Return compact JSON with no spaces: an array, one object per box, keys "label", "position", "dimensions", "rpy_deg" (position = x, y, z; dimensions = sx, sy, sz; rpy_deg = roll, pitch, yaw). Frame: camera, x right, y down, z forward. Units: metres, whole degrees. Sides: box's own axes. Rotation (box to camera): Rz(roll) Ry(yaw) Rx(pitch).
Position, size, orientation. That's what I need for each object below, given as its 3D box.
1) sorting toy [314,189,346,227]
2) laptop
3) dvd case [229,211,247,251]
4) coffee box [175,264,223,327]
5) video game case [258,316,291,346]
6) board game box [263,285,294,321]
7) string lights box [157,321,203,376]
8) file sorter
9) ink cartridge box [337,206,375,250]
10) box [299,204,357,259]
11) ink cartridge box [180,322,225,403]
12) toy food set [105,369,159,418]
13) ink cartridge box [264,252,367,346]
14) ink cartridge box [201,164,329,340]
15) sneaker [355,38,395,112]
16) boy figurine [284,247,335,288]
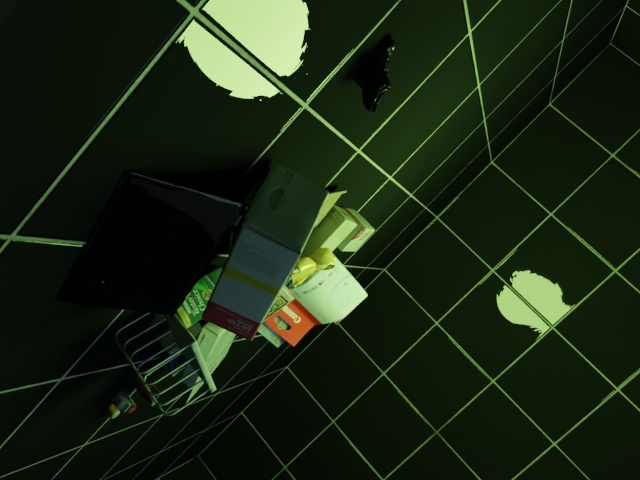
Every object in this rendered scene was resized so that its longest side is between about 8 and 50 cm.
[{"label":"sorting toy","position":[-0.024,-0.102,1.890],"dimensions":[0.208,0.038,0.193],"rpy_deg":[-48,164,30]},{"label":"laptop","position":[-0.351,-0.027,1.325],"dimensions":[0.382,0.236,0.407],"rpy_deg":[-51,-169,26]},{"label":"dvd case","position":[-0.176,-0.063,1.648],"dimensions":[0.221,0.018,0.164],"rpy_deg":[-33,160,-29]},{"label":"coffee box","position":[-0.353,0.166,1.643],"dimensions":[0.184,0.113,0.040],"rpy_deg":[-32,-161,-32]},{"label":"video game case","position":[-0.149,0.264,2.254],"dimensions":[0.300,0.036,0.329],"rpy_deg":[-42,137,-4]},{"label":"board game box","position":[-0.205,0.198,1.811],"dimensions":[0.194,0.045,0.146],"rpy_deg":[-36,129,7]},{"label":"string lights box","position":[-0.479,0.366,1.905],"dimensions":[0.133,0.076,0.259],"rpy_deg":[-34,161,-28]},{"label":"file sorter","position":[-0.451,0.353,1.613],"dimensions":[0.173,0.193,0.277],"rpy_deg":[-32,143,-22]},{"label":"ink cartridge box","position":[0.111,-0.042,2.183],"dimensions":[0.128,0.127,0.176],"rpy_deg":[-48,164,14]},{"label":"box","position":[0.000,0.000,2.065],"dimensions":[0.275,0.094,0.113],"rpy_deg":[-46,154,13]},{"label":"ink cartridge box","position":[-0.368,0.358,1.941],"dimensions":[0.330,0.072,0.324],"rpy_deg":[-60,176,25]},{"label":"toy food set","position":[-0.647,0.563,1.950],"dimensions":[0.232,0.104,0.111],"rpy_deg":[-47,163,14]},{"label":"ink cartridge box","position":[-0.028,0.256,2.242],"dimensions":[0.385,0.091,0.308],"rpy_deg":[-44,134,-4]},{"label":"ink cartridge box","position":[-0.148,0.037,1.467],"dimensions":[0.384,0.161,0.279],"rpy_deg":[-59,-174,41]},{"label":"sneaker","position":[0.155,-0.418,1.407],"dimensions":[0.170,0.089,0.051],"rpy_deg":[-49,163,21]},{"label":"boy figurine","position":[-0.076,0.123,1.959],"dimensions":[0.285,0.092,0.177],"rpy_deg":[-29,161,-21]}]
